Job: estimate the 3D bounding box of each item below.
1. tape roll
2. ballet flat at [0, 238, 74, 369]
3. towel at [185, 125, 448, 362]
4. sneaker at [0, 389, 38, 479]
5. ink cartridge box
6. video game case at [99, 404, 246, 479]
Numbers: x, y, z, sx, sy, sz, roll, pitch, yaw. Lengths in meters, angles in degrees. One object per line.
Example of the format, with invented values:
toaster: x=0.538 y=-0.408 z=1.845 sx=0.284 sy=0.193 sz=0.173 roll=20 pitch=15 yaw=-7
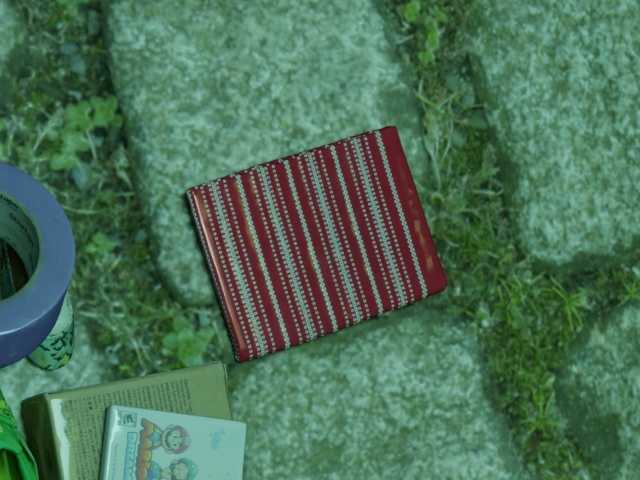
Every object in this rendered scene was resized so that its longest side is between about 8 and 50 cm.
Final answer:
tape roll: x=-0.325 y=0.022 z=1.547 sx=0.189 sy=0.080 sz=0.189 roll=8 pitch=60 yaw=-14
ballet flat: x=-0.282 y=0.035 z=1.654 sx=0.070 sy=0.070 sz=0.188 roll=-17 pitch=88 yaw=-28
towel: x=0.000 y=0.000 z=1.823 sx=0.275 sy=0.031 sz=0.199 roll=-18 pitch=91 yaw=-27
sneaker: x=-0.326 y=0.173 z=1.570 sx=0.109 sy=0.123 sz=0.295 roll=-26 pitch=90 yaw=-29
ink cartridge box: x=-0.175 y=0.251 z=1.653 sx=0.193 sy=0.088 sz=0.234 roll=-7 pitch=83 yaw=-29
video game case: x=-0.144 y=0.244 z=1.609 sx=0.143 sy=0.019 sz=0.157 roll=11 pitch=75 yaw=-25
